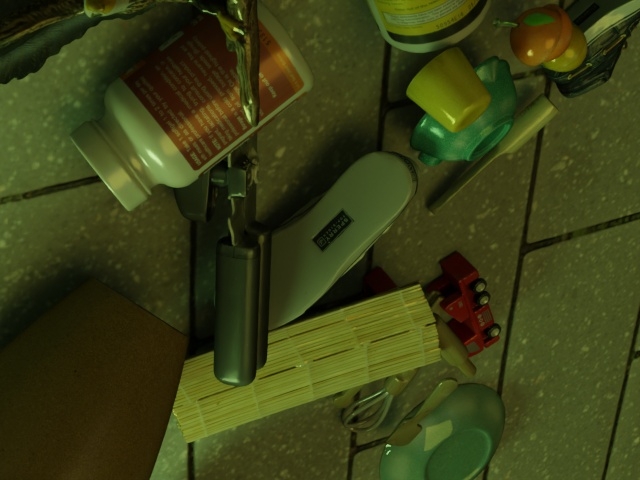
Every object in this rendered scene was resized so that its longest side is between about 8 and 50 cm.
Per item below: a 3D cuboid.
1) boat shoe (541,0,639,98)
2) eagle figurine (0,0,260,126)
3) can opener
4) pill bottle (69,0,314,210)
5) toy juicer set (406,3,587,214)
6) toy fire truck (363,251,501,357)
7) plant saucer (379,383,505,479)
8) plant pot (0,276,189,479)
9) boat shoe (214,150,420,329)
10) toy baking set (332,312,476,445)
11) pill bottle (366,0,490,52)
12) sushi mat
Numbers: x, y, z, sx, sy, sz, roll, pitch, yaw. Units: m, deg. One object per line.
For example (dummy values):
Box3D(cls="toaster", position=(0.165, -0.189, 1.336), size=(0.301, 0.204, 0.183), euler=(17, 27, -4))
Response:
Box3D(cls="boat shoe", position=(0.323, -0.239, 1.701), size=(0.183, 0.065, 0.083), euler=(-37, 136, 5))
Box3D(cls="eagle figurine", position=(-0.197, -0.226, 1.294), size=(0.298, 0.225, 0.226), euler=(4, 82, 4))
Box3D(cls="can opener", position=(-0.101, 0.009, 1.566), size=(0.076, 0.095, 0.284), euler=(-53, 150, -63))
Box3D(cls="pill bottle", position=(-0.123, -0.129, 1.434), size=(0.216, 0.121, 0.121), euler=(-38, 135, -4))
Box3D(cls="toy juicer set", position=(0.181, -0.158, 1.620), size=(0.209, 0.089, 0.329), euler=(-38, 165, -8))
Box3D(cls="toy fire truck", position=(0.135, 0.085, 1.822), size=(0.135, 0.047, 0.192), euler=(-32, 135, -9))
Box3D(cls="plant saucer", position=(0.169, 0.275, 1.996), size=(0.195, 0.037, 0.195), euler=(-18, 131, -22))
Box3D(cls="plant pot", position=(-0.250, 0.172, 1.524), size=(0.237, 0.237, 0.254), euler=(36, 83, -45))
Box3D(cls="boat shoe", position=(0.000, 0.000, 1.642), size=(0.267, 0.096, 0.088), euler=(-46, 170, 15))
Box3D(cls="toy baking set", position=(0.083, 0.158, 1.817), size=(0.196, 0.030, 0.256), euler=(-28, 137, 19))
Box3D(cls="pill bottle", position=(0.080, -0.290, 1.452), size=(0.119, 0.119, 0.208), euler=(-36, 136, -7))
Box3D(cls="sushi mat", position=(-0.023, 0.136, 1.706), size=(0.316, 0.019, 0.151), euler=(-18, 138, -1))
